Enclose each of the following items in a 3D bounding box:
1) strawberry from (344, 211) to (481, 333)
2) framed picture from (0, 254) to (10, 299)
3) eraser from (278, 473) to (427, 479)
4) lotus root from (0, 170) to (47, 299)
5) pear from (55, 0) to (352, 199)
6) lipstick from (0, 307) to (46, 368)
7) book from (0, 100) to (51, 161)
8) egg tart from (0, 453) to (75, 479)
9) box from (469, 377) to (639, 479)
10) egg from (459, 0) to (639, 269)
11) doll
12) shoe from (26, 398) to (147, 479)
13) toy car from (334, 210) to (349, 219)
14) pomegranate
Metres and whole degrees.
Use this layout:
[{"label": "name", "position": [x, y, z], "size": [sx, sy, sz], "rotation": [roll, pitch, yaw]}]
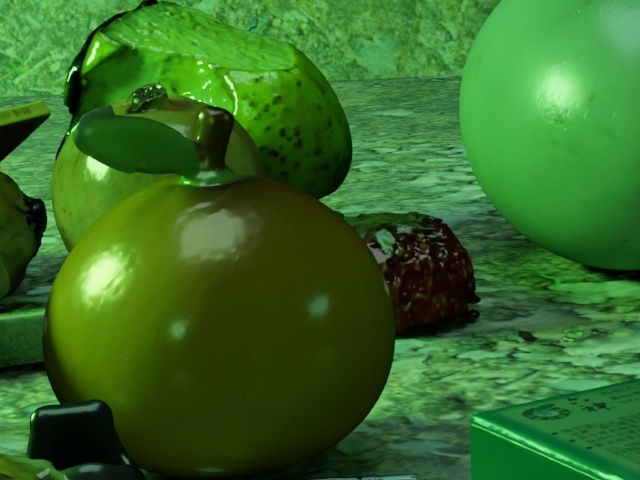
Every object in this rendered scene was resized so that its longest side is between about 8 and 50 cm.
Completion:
[{"label": "strawberry", "position": [0.055, 0.023, 1.469], "size": [0.145, 0.086, 0.145], "rotation": [-4, 10, 1]}, {"label": "framed picture", "position": [-0.446, 0.097, 1.073], "size": [0.446, 0.028, 0.326], "rotation": [2, 35, 24]}, {"label": "eraser", "position": [0.007, 0.158, 0.964], "size": [0.103, 0.023, 0.150], "rotation": [-3, 12, 2]}, {"label": "lotus root", "position": [-0.333, 0.009, 1.553], "size": [0.214, 0.138, 0.138], "rotation": [-21, 19, -27]}, {"label": "pear", "position": [-0.102, -0.073, 1.719], "size": [0.255, 0.238, 0.164], "rotation": [21, 26, 20]}, {"label": "lipstick", "position": [-0.242, 0.074, 1.373], "size": [0.312, 0.051, 0.051], "rotation": [-7, 10, -25]}, {"label": "book", "position": [-0.426, -0.020, 1.582], "size": [0.262, 0.028, 0.374], "rotation": [-37, -8, 30]}, {"label": "egg tart", "position": [-0.219, 0.144, 0.674], "size": [0.341, 0.129, 0.341], "rotation": [-7, 23, 3]}, {"label": "box", "position": [0.215, 0.123, 0.920], "size": [0.245, 0.092, 0.153], "rotation": [-10, 14, -26]}, {"label": "egg", "position": [0.261, -0.114, 1.614], "size": [0.276, 0.276, 0.389], "rotation": [-3, 10, -2]}, {"label": "doll", "position": [-0.060, 0.024, 1.106], "size": [0.213, 0.236, 0.213], "rotation": [-2, 14, 1]}, {"label": "shoe", "position": [-0.110, 0.147, 0.827], "size": [0.099, 0.112, 0.227], "rotation": [-3, 10, -9]}, {"label": "toy car", "position": [0.000, 0.000, 1.664], "size": [0.186, 0.058, 0.093], "rotation": [-13, 14, -41]}, {"label": "pomegranate", "position": [-0.137, -0.034, 1.551], "size": [0.191, 0.191, 0.191], "rotation": [-3, 11, 1]}]
